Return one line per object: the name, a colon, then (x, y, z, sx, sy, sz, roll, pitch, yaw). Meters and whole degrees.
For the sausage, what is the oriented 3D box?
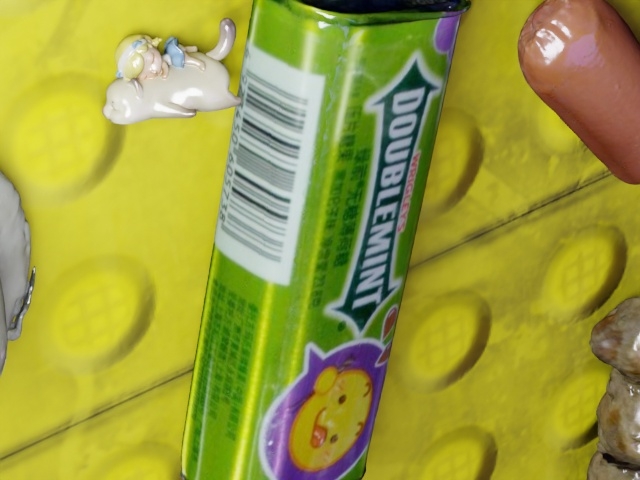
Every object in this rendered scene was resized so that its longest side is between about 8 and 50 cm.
sausage: (0.197, -0.101, 1.276, 0.077, 0.077, 0.194, -51, 135, 1)

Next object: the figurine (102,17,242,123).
figurine: (-0.088, -0.099, 1.085, 0.083, 0.047, 0.050, -13, 109, -23)

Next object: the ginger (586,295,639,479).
ginger: (0.254, 0.132, 1.464, 0.104, 0.080, 0.204, 1, 121, -1)

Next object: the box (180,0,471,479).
box: (0.000, 0.000, 1.167, 0.134, 0.097, 0.345, -13, 124, -42)

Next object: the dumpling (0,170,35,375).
dumpling: (-0.235, 0.022, 0.985, 0.247, 0.142, 0.172, -35, 142, -57)
